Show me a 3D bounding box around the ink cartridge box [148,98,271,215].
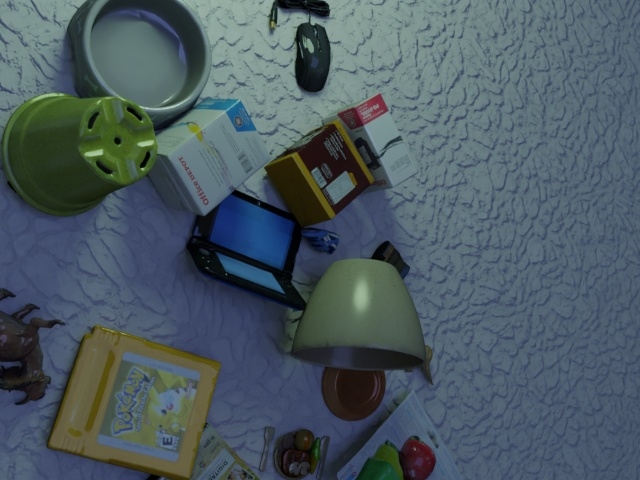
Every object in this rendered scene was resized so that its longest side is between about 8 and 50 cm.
[{"bbox_3d":[-0.275,-0.200,1.874,0.233,0.168,0.171,-43,123,-26],"label":"ink cartridge box"}]

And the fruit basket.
[{"bbox_3d":[0.218,0.639,2.151,0.353,0.165,0.327,-42,108,-42],"label":"fruit basket"}]

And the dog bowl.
[{"bbox_3d":[-0.414,-0.437,1.870,0.349,0.102,0.348,3,85,-31],"label":"dog bowl"}]

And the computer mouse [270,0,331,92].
[{"bbox_3d":[-0.047,-0.534,2.114,0.184,0.060,0.262,7,82,-30],"label":"computer mouse"}]

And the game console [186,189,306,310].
[{"bbox_3d":[-0.157,0.012,1.951,0.293,0.250,0.173,22,102,-27],"label":"game console"}]

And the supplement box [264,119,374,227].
[{"bbox_3d":[-0.001,-0.172,2.059,0.194,0.129,0.191,-42,107,-35],"label":"supplement box"}]

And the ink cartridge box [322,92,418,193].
[{"bbox_3d":[0.131,-0.252,2.131,0.100,0.172,0.237,-33,103,-28],"label":"ink cartridge box"}]

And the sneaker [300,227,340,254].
[{"bbox_3d":[0.000,0.000,2.087,0.144,0.053,0.059,17,87,-50],"label":"sneaker"}]

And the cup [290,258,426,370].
[{"bbox_3d":[0.099,0.179,1.977,0.331,0.331,0.236,13,70,-29],"label":"cup"}]

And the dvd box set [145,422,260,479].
[{"bbox_3d":[-0.247,0.688,1.903,0.307,0.062,0.420,-47,109,-25],"label":"dvd box set"}]

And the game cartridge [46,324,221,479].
[{"bbox_3d":[-0.413,0.368,1.803,0.324,0.053,0.285,20,70,-20],"label":"game cartridge"}]

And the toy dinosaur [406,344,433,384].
[{"bbox_3d":[0.283,0.338,2.244,0.093,0.053,0.183,-20,96,-31],"label":"toy dinosaur"}]

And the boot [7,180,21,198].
[{"bbox_3d":[-0.643,-0.152,1.747,0.121,0.045,0.099,50,64,-23],"label":"boot"}]

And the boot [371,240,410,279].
[{"bbox_3d":[0.166,0.114,2.177,0.106,0.082,0.219,42,65,-18],"label":"boot"}]

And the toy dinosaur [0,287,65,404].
[{"bbox_3d":[-0.671,0.211,1.663,0.296,0.127,0.200,33,77,-18],"label":"toy dinosaur"}]

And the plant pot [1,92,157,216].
[{"bbox_3d":[-0.486,-0.195,1.688,0.276,0.254,0.276,3,86,-45],"label":"plant pot"}]

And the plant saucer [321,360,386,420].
[{"bbox_3d":[0.097,0.385,2.141,0.200,0.037,0.199,3,85,-31],"label":"plant saucer"}]

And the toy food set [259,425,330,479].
[{"bbox_3d":[-0.058,0.547,2.036,0.192,0.038,0.132,16,78,-28],"label":"toy food set"}]
